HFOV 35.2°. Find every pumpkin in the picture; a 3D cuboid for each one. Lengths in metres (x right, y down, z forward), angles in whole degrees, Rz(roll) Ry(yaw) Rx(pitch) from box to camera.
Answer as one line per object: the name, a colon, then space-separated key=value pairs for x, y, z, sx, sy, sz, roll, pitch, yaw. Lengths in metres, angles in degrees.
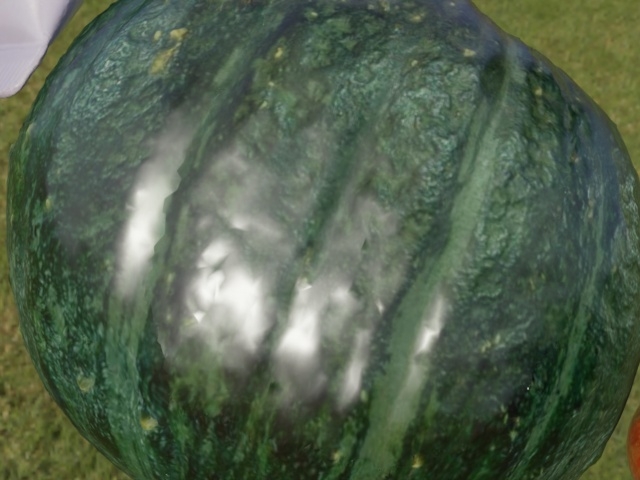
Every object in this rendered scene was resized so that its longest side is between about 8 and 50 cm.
pumpkin: x=0.000 y=0.000 z=0.437 sx=0.293 sy=0.263 sz=0.197 roll=25 pitch=0 yaw=14

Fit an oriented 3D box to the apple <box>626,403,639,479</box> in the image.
apple: x=0.315 y=0.172 z=0.797 sx=0.146 sy=0.131 sz=0.146 roll=2 pitch=63 yaw=-4

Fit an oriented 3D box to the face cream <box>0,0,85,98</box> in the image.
face cream: x=-0.142 y=-0.182 z=0.531 sx=0.154 sy=0.096 sz=0.274 roll=7 pitch=61 yaw=34
